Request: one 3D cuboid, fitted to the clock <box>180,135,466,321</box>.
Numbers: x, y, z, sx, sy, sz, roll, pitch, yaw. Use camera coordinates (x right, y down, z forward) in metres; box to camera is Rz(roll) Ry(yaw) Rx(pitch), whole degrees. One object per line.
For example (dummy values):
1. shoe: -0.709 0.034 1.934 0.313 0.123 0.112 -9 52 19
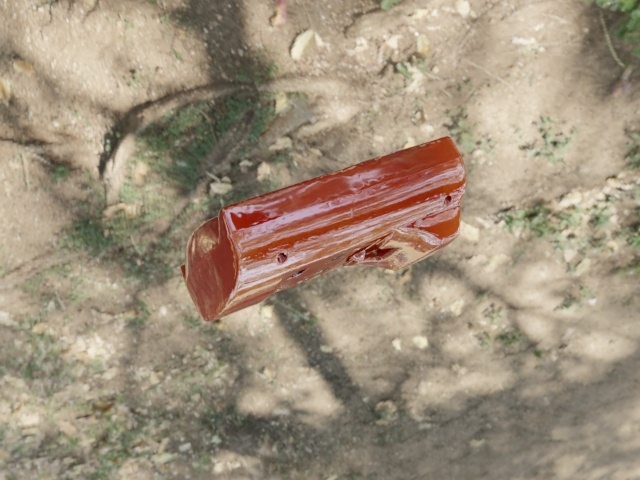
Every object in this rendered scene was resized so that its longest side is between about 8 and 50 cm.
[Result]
1. clock: 0.000 0.000 0.440 0.155 0.061 0.113 -18 171 -25
